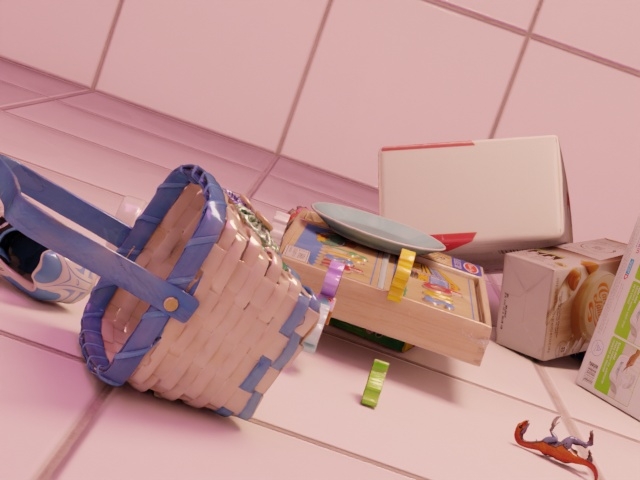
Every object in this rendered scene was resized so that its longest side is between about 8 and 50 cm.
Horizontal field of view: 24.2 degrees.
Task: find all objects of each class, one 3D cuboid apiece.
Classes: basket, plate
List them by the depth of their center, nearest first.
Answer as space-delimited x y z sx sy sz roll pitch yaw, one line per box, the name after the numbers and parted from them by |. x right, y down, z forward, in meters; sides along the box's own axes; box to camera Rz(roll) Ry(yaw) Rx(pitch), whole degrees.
-0.161 0.019 1.335 0.289 0.201 0.255 27 6 -22 | basket
0.074 -0.010 1.980 0.188 0.024 0.188 18 9 -3 | plate

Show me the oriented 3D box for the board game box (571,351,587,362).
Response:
0.457 0.176 2.348 0.165 0.042 0.243 15 9 -25 | board game box

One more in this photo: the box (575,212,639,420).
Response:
0.497 0.123 2.010 0.126 0.262 0.231 14 8 -34 | box

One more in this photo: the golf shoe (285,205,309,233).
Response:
0.000 0.000 2.420 0.086 0.067 0.186 54 19 20 | golf shoe

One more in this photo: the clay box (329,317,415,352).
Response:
0.087 0.091 1.984 0.127 0.053 0.222 21 10 14 | clay box

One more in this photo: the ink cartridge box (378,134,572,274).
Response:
0.258 -0.047 2.403 0.279 0.160 0.384 -4 -9 11 | ink cartridge box

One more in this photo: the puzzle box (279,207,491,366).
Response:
0.079 0.049 1.889 0.272 0.052 0.409 19 10 1 | puzzle box

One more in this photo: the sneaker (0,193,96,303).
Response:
-0.323 -0.008 1.541 0.237 0.085 0.086 27 -8 39 | sneaker

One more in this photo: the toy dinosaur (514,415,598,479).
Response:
0.249 0.216 1.589 0.082 0.047 0.090 1 19 -1 | toy dinosaur

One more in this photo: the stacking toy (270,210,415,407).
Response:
0.005 0.069 1.615 0.167 0.052 0.221 17 43 0 | stacking toy

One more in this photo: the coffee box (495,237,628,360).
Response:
0.382 0.083 2.228 0.246 0.141 0.098 -9 20 -43 | coffee box

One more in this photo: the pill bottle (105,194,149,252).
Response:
-0.154 0.015 1.735 0.180 0.108 0.108 19 8 0 | pill bottle
